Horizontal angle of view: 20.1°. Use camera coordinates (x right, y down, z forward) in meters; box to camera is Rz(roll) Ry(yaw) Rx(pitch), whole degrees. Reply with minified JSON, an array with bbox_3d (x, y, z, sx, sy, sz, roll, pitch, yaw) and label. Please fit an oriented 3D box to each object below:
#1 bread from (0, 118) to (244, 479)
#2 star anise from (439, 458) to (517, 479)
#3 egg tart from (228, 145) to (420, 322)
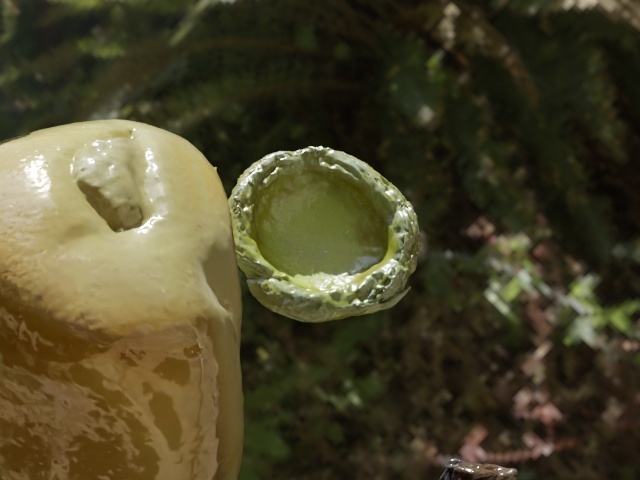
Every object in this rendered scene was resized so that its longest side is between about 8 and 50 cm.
[{"bbox_3d":[-0.198,0.092,1.508,0.253,0.348,0.376,-2,-47,-12],"label":"bread"},{"bbox_3d":[0.068,0.290,1.590,0.220,0.099,0.214,-35,-27,-34],"label":"star anise"},{"bbox_3d":[0.000,0.000,1.711,0.197,0.197,0.078,-34,-18,-23],"label":"egg tart"}]
